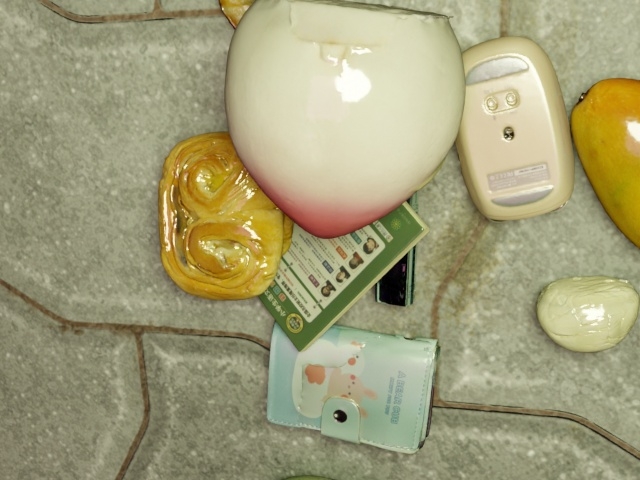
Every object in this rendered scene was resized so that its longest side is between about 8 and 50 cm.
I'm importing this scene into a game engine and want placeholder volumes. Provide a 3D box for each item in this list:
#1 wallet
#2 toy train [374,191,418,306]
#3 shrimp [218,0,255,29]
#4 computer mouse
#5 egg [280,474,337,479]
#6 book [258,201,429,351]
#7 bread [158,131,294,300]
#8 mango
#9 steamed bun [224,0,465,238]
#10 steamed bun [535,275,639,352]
[{"bbox_3d":[0.045,0.213,1.144,0.250,0.075,0.176,8,102,14],"label":"wallet"},{"bbox_3d":[0.112,-0.035,1.067,0.055,0.048,0.252,9,103,35],"label":"toy train"},{"bbox_3d":[-0.014,-0.362,1.015,0.198,0.051,0.262,38,115,-5],"label":"shrimp"},{"bbox_3d":[0.244,-0.141,0.980,0.145,0.082,0.237,-14,102,18],"label":"computer mouse"},{"bbox_3d":[-0.009,0.452,1.171,0.228,0.177,0.177,-7,104,2],"label":"egg"},{"bbox_3d":[0.000,0.000,1.084,0.264,0.027,0.202,-47,69,22],"label":"book"},{"bbox_3d":[-0.138,-0.033,1.076,0.198,0.120,0.236,0,91,26],"label":"bread"},{"bbox_3d":[0.404,-0.086,0.934,0.138,0.113,0.253,-26,100,18],"label":"mango"},{"bbox_3d":[0.022,-0.141,0.919,0.309,0.309,0.310,4,106,15],"label":"steamed bun"},{"bbox_3d":[0.352,0.102,1.001,0.129,0.112,0.091,-6,102,11],"label":"steamed bun"}]
